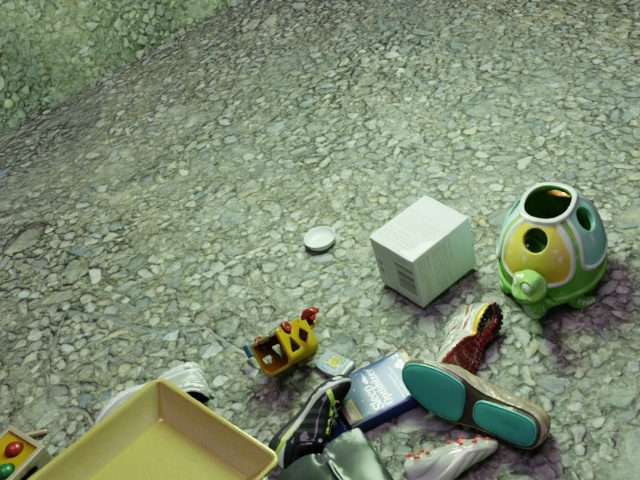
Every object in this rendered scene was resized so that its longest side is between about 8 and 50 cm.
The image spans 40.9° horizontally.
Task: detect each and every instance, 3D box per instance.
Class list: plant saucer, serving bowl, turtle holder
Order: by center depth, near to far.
[{"bbox_3d":[-0.297,0.440,1.549,0.333,0.081,0.333,26,47,31],"label":"plant saucer"},{"bbox_3d":[0.482,0.019,1.873,0.320,0.227,0.243,-34,42,-20],"label":"turtle holder"},{"bbox_3d":[0.000,0.000,2.226,0.083,0.027,0.083,-10,39,8],"label":"serving bowl"}]

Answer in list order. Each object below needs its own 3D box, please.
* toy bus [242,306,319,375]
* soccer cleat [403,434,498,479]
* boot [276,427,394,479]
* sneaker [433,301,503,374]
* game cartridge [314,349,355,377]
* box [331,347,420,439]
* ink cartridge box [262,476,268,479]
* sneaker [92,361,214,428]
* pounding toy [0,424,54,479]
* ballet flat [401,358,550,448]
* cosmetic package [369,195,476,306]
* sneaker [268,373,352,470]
[{"bbox_3d":[-0.060,0.231,1.912,0.202,0.191,0.104,-27,83,-11],"label":"toy bus"},{"bbox_3d":[0.248,0.421,1.620,0.196,0.076,0.068,-11,-1,-18],"label":"soccer cleat"},{"bbox_3d":[0.022,0.560,1.453,0.367,0.146,0.445,-18,42,-18],"label":"boot"},{"bbox_3d":[0.301,0.220,1.830,0.093,0.088,0.225,0,37,51],"label":"sneaker"},{"bbox_3d":[0.029,0.277,1.898,0.083,0.017,0.056,20,55,37],"label":"game cartridge"},{"bbox_3d":[0.108,0.325,1.798,0.225,0.036,0.136,-26,40,-9],"label":"box"},{"bbox_3d":[-0.161,0.506,1.619,0.150,0.109,0.063,-8,36,10],"label":"ink cartridge box"},{"bbox_3d":[-0.361,0.369,1.857,0.281,0.105,0.115,-32,42,-19],"label":"sneaker"},{"bbox_3d":[-0.677,0.458,1.873,0.206,0.094,0.181,17,50,34],"label":"pounding toy"},{"bbox_3d":[0.308,0.317,1.694,0.316,0.107,0.106,26,21,32],"label":"ballet flat"},{"bbox_3d":[0.241,0.023,1.997,0.184,0.151,0.151,-36,42,-22],"label":"cosmetic package"},{"bbox_3d":[-0.002,0.380,1.731,0.097,0.084,0.234,38,82,29],"label":"sneaker"}]
